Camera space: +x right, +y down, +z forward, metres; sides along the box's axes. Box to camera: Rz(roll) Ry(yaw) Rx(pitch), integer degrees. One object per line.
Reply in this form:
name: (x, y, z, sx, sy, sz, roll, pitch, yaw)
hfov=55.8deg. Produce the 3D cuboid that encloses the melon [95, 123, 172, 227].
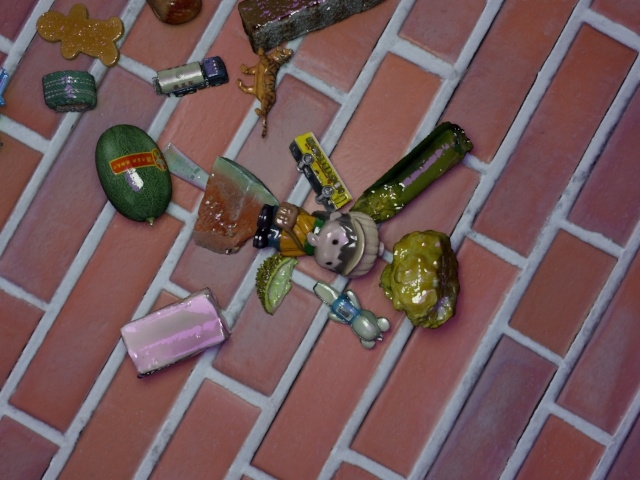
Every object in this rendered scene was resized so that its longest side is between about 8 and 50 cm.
melon: (-0.490, -0.169, 1.602, 0.182, 0.182, 0.287, -21, 88, -1)

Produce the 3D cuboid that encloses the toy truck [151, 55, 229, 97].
toy truck: (-0.359, -0.451, 1.657, 0.202, 0.088, 0.074, -15, 87, -1)

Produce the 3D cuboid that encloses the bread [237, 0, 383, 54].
bread: (-0.011, -0.639, 1.628, 0.417, 0.165, 0.113, -23, 88, 0)

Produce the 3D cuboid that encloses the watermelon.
watermelon: (-0.250, -0.072, 1.647, 0.193, 0.140, 0.256, 35, 96, 8)

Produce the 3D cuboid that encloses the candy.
candy: (-0.388, 0.245, 1.626, 0.265, 0.116, 0.155, -24, 88, -1)

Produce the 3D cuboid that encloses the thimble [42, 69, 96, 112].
thimble: (-0.678, -0.402, 1.637, 0.135, 0.118, 0.090, -6, 88, -1)

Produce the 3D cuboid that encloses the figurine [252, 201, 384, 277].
figurine: (0.001, -0.015, 1.612, 0.332, 0.204, 0.185, 21, 120, 15)

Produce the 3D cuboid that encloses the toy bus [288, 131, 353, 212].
toy bus: (-0.005, -0.182, 1.657, 0.074, 0.081, 0.226, -31, 87, -23)

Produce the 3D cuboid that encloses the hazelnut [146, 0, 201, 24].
hazelnut: (-0.400, -0.665, 1.645, 0.143, 0.143, 0.154, -44, 73, -1)

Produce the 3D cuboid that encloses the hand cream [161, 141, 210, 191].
hand cream: (-0.373, -0.199, 1.677, 0.174, 0.047, 0.076, 33, 89, 9)

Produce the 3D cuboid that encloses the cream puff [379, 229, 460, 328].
cream puff: (0.252, 0.103, 1.578, 0.185, 0.282, 0.281, -1, 88, 26)

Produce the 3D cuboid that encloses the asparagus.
asparagus: (0.238, -0.166, 1.642, 0.382, 0.128, 0.108, -41, 131, 0)

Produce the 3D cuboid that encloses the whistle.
whistle: (0.079, 0.193, 1.657, 0.236, 0.077, 0.114, 39, 117, 6)

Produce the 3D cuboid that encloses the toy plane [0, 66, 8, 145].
toy plane: (-0.938, -0.353, 1.641, 0.254, 0.105, 0.271, -30, 90, 0)

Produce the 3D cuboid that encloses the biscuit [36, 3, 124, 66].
biscuit: (-0.667, -0.574, 1.683, 0.240, 0.035, 0.158, 16, 86, -1)

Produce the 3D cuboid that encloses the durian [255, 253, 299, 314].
durian: (-0.123, 0.098, 1.666, 0.100, 0.086, 0.215, 21, 92, -34)

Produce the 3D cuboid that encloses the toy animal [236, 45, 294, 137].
toy animal: (-0.155, -0.408, 1.666, 0.116, 0.114, 0.255, 2, 94, -43)
